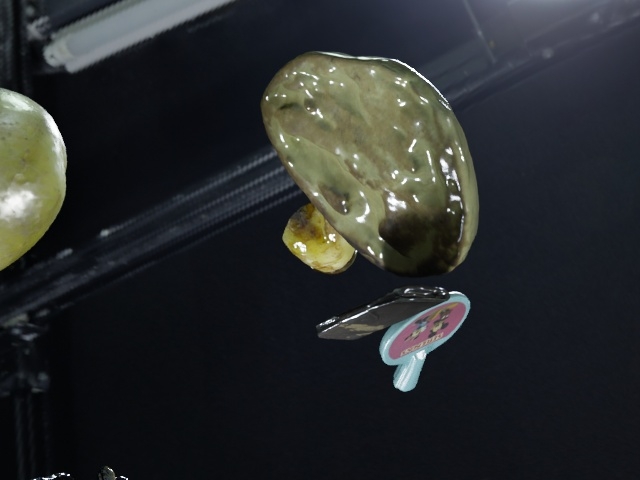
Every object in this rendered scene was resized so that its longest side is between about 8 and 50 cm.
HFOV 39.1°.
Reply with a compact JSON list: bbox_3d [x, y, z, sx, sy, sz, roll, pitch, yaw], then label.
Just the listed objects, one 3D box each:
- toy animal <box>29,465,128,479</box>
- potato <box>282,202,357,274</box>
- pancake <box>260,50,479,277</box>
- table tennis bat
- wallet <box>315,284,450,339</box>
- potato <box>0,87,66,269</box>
[{"bbox_3d":[-0.295,0.321,1.114,0.062,0.220,0.108,34,-85,32],"label":"toy animal"},{"bbox_3d":[0.000,0.000,1.186,0.096,0.103,0.066,-48,-118,15],"label":"potato"},{"bbox_3d":[0.059,-0.082,0.995,0.294,0.294,0.049,28,-129,29],"label":"pancake"},{"bbox_3d":[0.150,0.157,1.374,0.153,0.244,0.040,-19,-123,-22],"label":"table tennis bat"},{"bbox_3d":[0.065,0.082,1.005,0.156,0.082,0.018,-29,-116,43],"label":"wallet"},{"bbox_3d":[-0.344,-0.041,0.780,0.251,0.159,0.174,-15,-151,-8],"label":"potato"}]
